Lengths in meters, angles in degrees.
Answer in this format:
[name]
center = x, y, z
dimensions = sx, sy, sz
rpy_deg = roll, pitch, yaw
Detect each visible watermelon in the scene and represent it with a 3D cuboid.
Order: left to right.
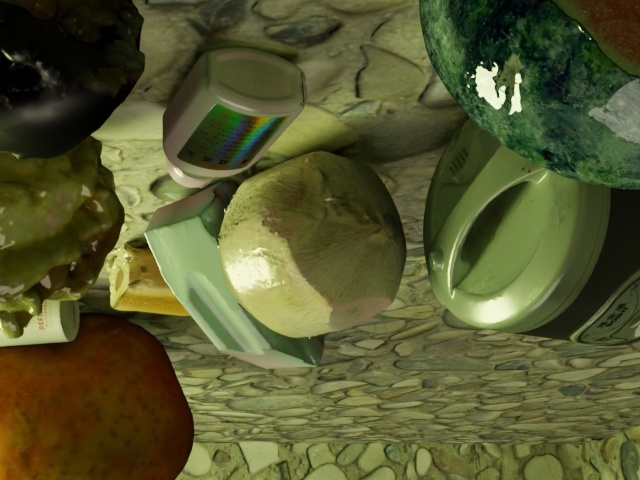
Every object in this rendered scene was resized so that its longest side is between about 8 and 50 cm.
[watermelon]
center = 0.214, -0.188, 0.761
dimensions = 0.226, 0.318, 0.148
rpy_deg = -41, 160, -16

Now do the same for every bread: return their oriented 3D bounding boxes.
[bread]
center = -0.242, 0.060, 1.514
dimensions = 0.173, 0.085, 0.134
rpy_deg = 9, 153, -25

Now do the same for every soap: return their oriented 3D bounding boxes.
[soap]
center = -0.104, 0.052, 1.369
dimensions = 0.109, 0.193, 0.324
rpy_deg = -11, 131, 29

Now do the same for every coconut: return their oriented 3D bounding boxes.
[coconut]
center = -0.001, -0.002, 1.203
dimensions = 0.230, 0.227, 0.227
rpy_deg = -20, 153, 40

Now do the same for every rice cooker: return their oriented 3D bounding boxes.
[rice cooker]
center = 0.279, -0.020, 1.129
dimensions = 0.277, 0.288, 0.288
rpy_deg = 12, 154, -32

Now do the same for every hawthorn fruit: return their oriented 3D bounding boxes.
[hawthorn fruit]
center = -0.483, 0.340, 1.764
dimensions = 0.472, 0.471, 0.472
rpy_deg = -3, 159, -1

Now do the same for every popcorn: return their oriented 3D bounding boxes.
[popcorn]
center = -0.324, -0.038, 1.054
dimensions = 0.212, 0.259, 0.259
rpy_deg = -29, 171, -28

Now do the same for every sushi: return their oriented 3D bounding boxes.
[sushi]
center = -0.272, -0.161, 0.821
dimensions = 0.200, 0.213, 0.204
rpy_deg = 35, 128, -24

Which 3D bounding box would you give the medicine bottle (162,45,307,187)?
[medicine bottle]
center = -0.109, -0.126, 1.061
dimensions = 0.115, 0.078, 0.219
rpy_deg = 5, 158, -26

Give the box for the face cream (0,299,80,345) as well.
[face cream]
center = -0.527, 0.131, 1.642
dimensions = 0.214, 0.095, 0.096
rpy_deg = -5, 159, 5
